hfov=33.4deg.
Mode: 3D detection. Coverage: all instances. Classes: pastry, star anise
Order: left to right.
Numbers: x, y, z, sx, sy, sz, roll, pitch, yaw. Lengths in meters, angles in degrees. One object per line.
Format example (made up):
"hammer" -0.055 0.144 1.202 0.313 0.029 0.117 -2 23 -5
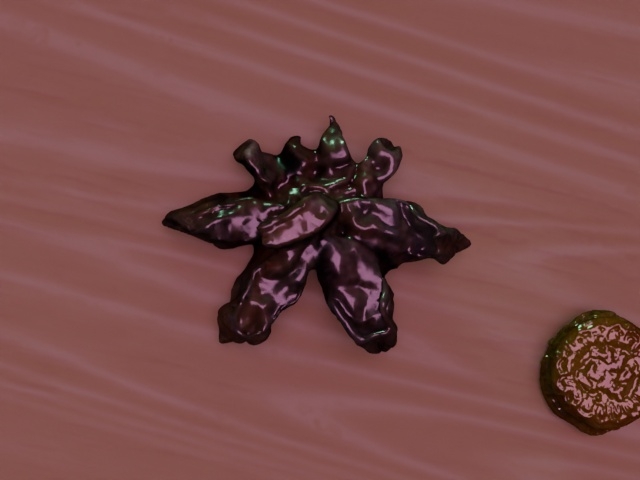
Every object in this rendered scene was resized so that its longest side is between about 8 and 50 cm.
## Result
"star anise" -0.007 0.003 0.880 0.220 0.099 0.214 -37 82 -6
"pastry" 0.241 0.114 0.917 0.097 0.057 0.109 3 86 -4
